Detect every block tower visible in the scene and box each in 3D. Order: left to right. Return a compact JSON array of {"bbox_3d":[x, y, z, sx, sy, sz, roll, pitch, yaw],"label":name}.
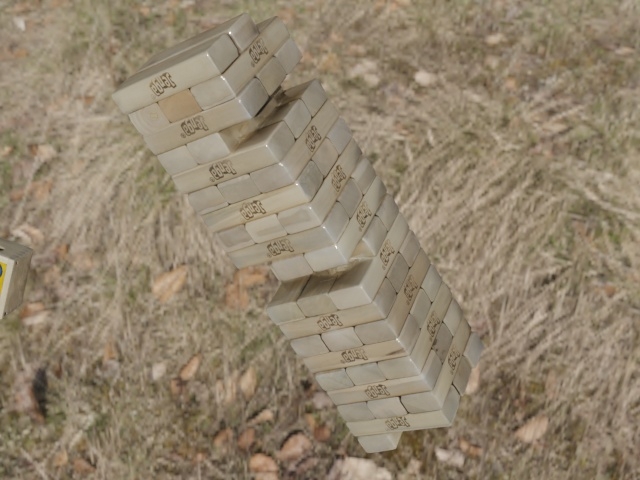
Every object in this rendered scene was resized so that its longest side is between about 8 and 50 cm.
[{"bbox_3d":[0.000,0.000,0.708,0.097,0.335,0.091,-15,29,36],"label":"block tower"}]

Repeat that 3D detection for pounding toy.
[{"bbox_3d":[-0.578,0.063,1.649,0.141,0.130,0.100,19,18,5],"label":"pounding toy"}]
